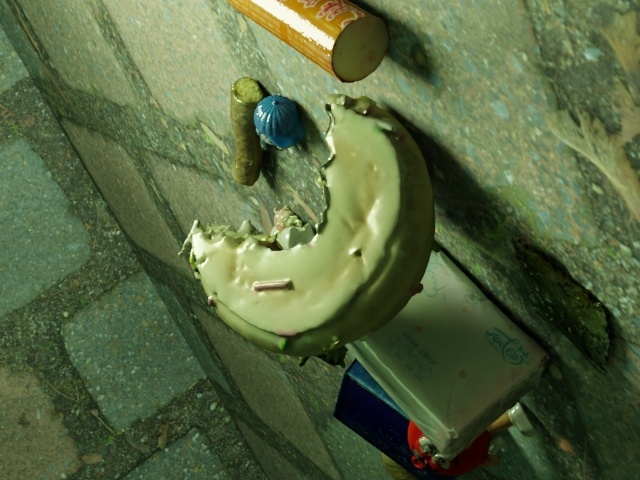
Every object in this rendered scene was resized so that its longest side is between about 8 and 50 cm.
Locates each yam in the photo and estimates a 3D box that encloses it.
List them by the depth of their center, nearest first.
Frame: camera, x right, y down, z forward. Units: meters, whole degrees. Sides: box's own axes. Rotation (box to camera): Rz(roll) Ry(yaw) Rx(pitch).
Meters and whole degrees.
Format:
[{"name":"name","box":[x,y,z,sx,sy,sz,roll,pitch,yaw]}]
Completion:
[{"name":"yam","box":[-0.133,-0.191,1.822,0.066,0.066,0.299,49,160,18]}]

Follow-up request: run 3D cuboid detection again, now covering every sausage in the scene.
[{"name":"sausage","box":[-0.042,-0.317,1.339,0.312,0.093,0.093,41,157,37]}]

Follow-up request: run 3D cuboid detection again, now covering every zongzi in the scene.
[{"name":"zongzi","box":[0.161,0.435,2.142,0.197,0.099,0.194,43,159,51]}]

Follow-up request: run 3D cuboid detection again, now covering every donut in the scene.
[{"name":"donut","box":[0.009,0.000,1.387,0.307,0.371,0.150,53,-166,27]}]

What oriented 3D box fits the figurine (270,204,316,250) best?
[{"name":"figurine","box":[-0.059,-0.017,1.956,0.146,0.081,0.098,26,103,64]}]

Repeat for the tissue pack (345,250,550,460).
[{"name":"tissue pack","box":[0.169,0.151,1.455,0.271,0.201,0.124,46,169,24]}]

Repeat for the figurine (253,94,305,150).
[{"name":"figurine","box":[-0.070,-0.190,1.669,0.149,0.086,0.087,127,147,-82]}]

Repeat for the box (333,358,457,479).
[{"name":"box","box":[0.162,0.324,1.824,0.261,0.116,0.279,34,158,12]}]

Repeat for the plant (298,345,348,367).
[{"name":"plant","box":[0.033,0.088,1.878,0.251,0.180,0.333,46,133,1]}]

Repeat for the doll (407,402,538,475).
[{"name":"doll","box":[0.219,0.298,1.608,0.183,0.217,0.085,54,-158,2]}]

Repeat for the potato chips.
[{"name":"potato chips","box":[0.311,0.082,1.269,0.142,0.026,0.209,11,133,61]}]
